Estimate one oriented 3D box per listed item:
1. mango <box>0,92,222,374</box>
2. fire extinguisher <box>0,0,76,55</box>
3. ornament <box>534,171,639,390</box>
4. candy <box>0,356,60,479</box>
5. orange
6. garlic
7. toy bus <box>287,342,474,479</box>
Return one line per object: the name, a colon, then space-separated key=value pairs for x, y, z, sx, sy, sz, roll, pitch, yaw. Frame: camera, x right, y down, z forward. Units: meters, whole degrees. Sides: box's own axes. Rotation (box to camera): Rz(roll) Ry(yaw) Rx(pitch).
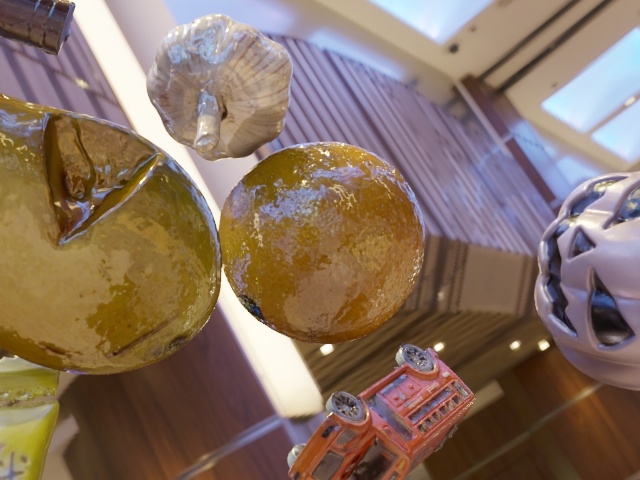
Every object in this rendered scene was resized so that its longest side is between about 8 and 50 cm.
mango: x=-0.186 y=-0.011 z=0.671 sx=0.262 sy=0.130 sz=0.167 roll=25 pitch=-73 yaw=-22
fire extinguisher: x=-0.447 y=-0.307 z=1.265 sx=0.267 sy=0.072 sz=0.089 roll=18 pitch=-5 yaw=-6
ornament: x=0.263 y=0.031 z=0.790 sx=0.177 sy=0.178 sz=0.177 roll=-26 pitch=-22 yaw=-11
candy: x=-0.279 y=0.234 z=0.728 sx=0.187 sy=0.297 sz=0.081 roll=-5 pitch=-16 yaw=-7
orange: x=0.000 y=0.000 z=1.313 sx=0.274 sy=0.274 sz=0.274 roll=-26 pitch=-22 yaw=-11
garlic: x=-0.140 y=-0.166 z=1.268 sx=0.199 sy=0.199 sz=0.226 roll=-44 pitch=18 yaw=30
toy bus: x=0.096 y=0.282 z=1.495 sx=0.329 sy=0.153 sz=0.143 roll=-20 pitch=-33 yaw=-56
